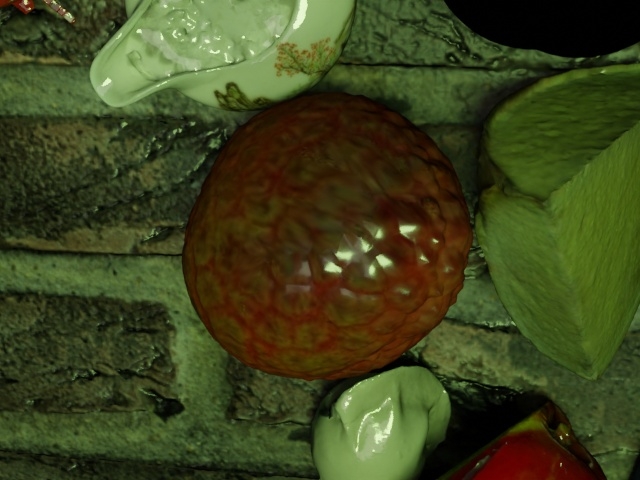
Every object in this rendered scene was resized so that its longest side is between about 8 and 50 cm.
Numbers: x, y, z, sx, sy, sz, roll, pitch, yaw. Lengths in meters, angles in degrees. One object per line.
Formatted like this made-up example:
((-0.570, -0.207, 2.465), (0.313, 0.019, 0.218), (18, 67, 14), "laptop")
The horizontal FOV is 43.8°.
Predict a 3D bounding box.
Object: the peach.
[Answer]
((0.149, 0.284, 0.752), (0.267, 0.154, 0.159), (-35, 68, 9), "peach")

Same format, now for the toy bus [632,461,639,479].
((0.381, 0.211, 0.751), (0.133, 0.125, 0.292), (14, 111, 5), "toy bus")

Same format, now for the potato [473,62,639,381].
((0.207, 0.002, 0.680), (0.112, 0.269, 0.255), (25, 132, 39), "potato")

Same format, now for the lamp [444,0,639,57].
((0.194, -0.285, 0.563), (0.305, 0.240, 0.305), (-17, 138, -16), "lamp")

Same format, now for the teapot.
((-0.064, -0.219, 0.679), (0.298, 0.139, 0.204), (-39, 96, 19), "teapot")

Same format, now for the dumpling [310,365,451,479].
((0.065, 0.206, 0.827), (0.150, 0.092, 0.177), (-5, 103, -4), "dumpling")

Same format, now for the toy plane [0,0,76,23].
((-0.239, -0.277, 0.726), (0.126, 0.077, 0.194), (40, 102, -9), "toy plane")

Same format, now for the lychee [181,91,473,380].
((0.000, 0.000, 0.699), (0.255, 0.300, 0.255), (-5, 102, -24), "lychee")
